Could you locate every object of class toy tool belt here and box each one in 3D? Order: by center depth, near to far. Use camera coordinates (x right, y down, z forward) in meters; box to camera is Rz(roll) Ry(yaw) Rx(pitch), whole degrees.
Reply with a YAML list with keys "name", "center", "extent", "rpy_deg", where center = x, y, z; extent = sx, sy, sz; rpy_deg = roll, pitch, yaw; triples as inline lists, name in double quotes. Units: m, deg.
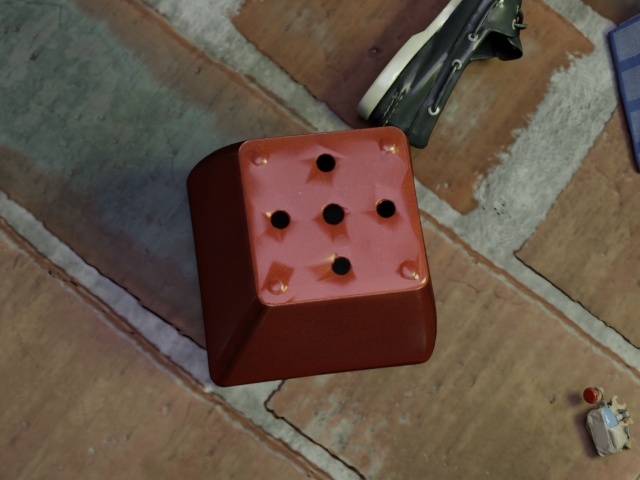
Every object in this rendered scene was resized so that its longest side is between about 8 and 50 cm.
- name: "toy tool belt"
  center: [0.341, 0.210, 1.551]
  extent: [0.051, 0.052, 0.083]
  rpy_deg: [-8, 78, -41]

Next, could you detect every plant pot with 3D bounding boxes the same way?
- name: "plant pot"
  center: [0.000, 0.000, 1.464]
  extent: [0.267, 0.236, 0.267]
  rpy_deg: [-6, 76, -9]

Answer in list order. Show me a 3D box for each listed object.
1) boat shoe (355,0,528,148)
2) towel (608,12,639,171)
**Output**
- name: "boat shoe"
  center: [0.193, -0.249, 1.610]
  extent: [0.113, 0.127, 0.340]
  rpy_deg: [42, 76, 4]
- name: "towel"
  center: [0.480, -0.219, 1.576]
  extent: [0.034, 0.285, 0.209]
  rpy_deg: [5, 70, -40]
